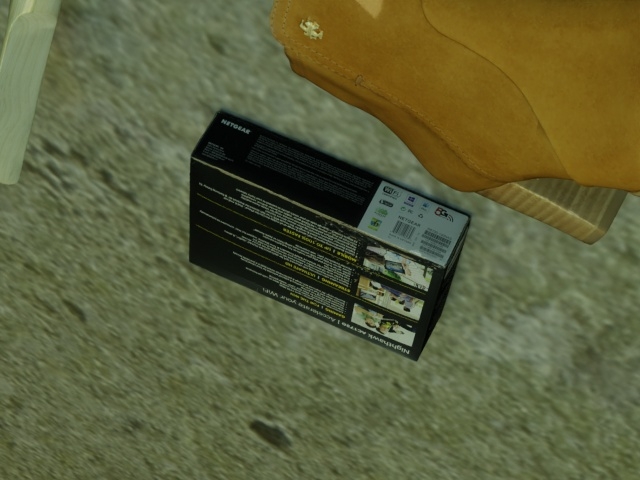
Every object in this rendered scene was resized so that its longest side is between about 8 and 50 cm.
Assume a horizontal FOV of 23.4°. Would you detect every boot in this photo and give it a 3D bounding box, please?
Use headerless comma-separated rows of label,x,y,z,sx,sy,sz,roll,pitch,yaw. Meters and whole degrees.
boot,0.082,-0.102,0.733,0.211,0.104,0.295,29,158,1

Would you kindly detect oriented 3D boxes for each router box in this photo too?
router box,0.000,0.000,1.019,0.179,0.046,0.133,24,149,9

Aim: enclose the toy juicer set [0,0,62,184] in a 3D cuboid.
toy juicer set,-0.260,-0.194,0.864,0.329,0.209,0.089,30,-165,-30
